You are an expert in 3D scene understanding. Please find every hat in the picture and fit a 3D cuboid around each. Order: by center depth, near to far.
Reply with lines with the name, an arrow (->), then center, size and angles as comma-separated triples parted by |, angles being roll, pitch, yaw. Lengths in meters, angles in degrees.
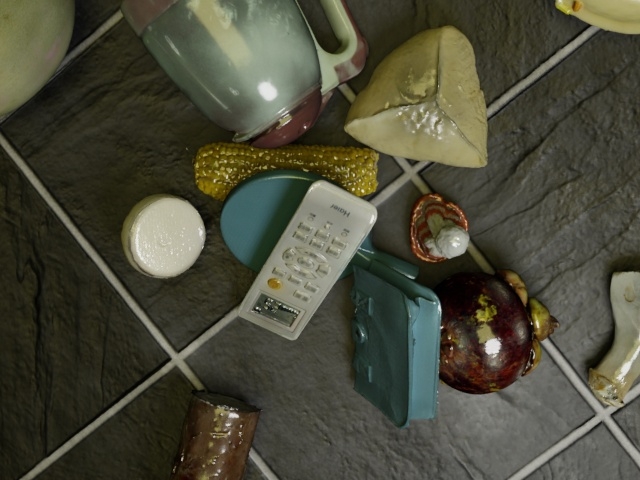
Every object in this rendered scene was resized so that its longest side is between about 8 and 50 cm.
hat -> 0.186, -0.011, 1.499 | 0.093, 0.162, 0.112 | 0, 99, 3

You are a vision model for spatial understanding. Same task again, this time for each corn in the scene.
corn -> -0.063, -0.105, 1.547 | 0.310, 0.101, 0.101 | 4, 95, 4

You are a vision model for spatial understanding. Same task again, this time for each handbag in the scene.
handbag -> 0.106, 0.158, 1.503 | 0.062, 0.179, 0.229 | -14, 116, -31

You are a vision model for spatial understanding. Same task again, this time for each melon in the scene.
melon -> -0.515, -0.342, 1.486 | 0.268, 0.268, 0.330 | 20, 75, 4

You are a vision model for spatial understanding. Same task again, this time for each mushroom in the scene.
mushroom -> 0.483, 0.152, 1.526 | 0.092, 0.081, 0.223 | 11, 99, -14

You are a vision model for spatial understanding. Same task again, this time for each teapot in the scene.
teapot -> -0.090, -0.309, 1.490 | 0.315, 0.233, 0.312 | -37, 98, -21

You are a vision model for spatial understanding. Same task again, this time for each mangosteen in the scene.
mangosteen -> 0.265, 0.136, 1.507 | 0.217, 0.192, 0.192 | -10, 95, -25

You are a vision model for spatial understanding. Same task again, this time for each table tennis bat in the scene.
table tennis bat -> 0.000, 0.000, 1.540 | 0.329, 0.044, 0.215 | 22, 125, -11

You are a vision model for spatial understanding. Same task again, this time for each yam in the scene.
yam -> -0.184, 0.381, 1.590 | 0.131, 0.131, 0.280 | 16, 98, 4

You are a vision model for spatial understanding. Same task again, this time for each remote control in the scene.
remote control -> -0.023, 0.030, 1.514 | 0.109, 0.055, 0.313 | 25, 130, -9

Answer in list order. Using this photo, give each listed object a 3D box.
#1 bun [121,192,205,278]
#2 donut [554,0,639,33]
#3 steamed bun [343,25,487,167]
bun -> -0.262, -0.013, 1.578 | 0.138, 0.094, 0.138 | -10, 110, -29
donut -> 0.507, -0.487, 1.429 | 0.307, 0.150, 0.371 | 15, 96, 4
steamed bun -> 0.161, -0.230, 1.509 | 0.231, 0.110, 0.212 | 9, 95, 2
